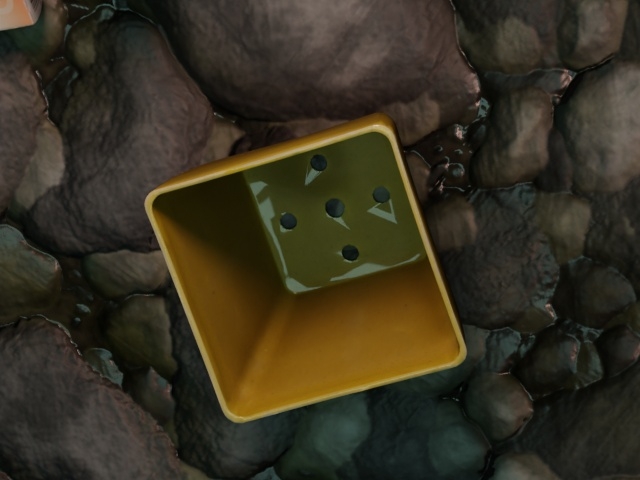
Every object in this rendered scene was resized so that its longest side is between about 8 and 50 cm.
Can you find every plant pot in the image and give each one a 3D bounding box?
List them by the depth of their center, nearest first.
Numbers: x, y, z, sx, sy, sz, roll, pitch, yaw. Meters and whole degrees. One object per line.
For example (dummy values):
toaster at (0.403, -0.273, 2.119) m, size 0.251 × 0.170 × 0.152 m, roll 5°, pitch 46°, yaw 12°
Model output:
plant pot at (0.000, 0.000, 1.617) m, size 0.212 × 0.187 × 0.212 m, roll -16°, pitch 107°, yaw 13°

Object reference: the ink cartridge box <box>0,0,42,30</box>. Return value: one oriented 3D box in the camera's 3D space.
ink cartridge box at (-0.346, -0.238, 1.631) m, size 0.179 × 0.045 × 0.145 m, roll -10°, pitch 130°, yaw 11°
